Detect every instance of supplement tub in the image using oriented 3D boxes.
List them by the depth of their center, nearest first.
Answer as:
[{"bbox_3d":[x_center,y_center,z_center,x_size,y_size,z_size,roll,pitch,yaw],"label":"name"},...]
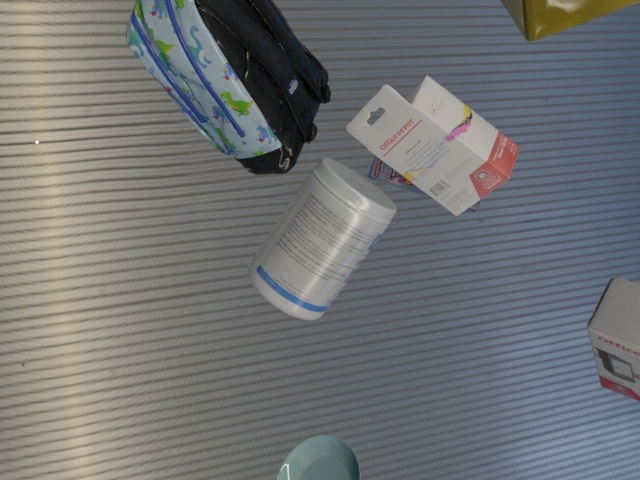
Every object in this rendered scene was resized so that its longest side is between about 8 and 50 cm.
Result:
[{"bbox_3d":[0.000,0.000,0.555,0.071,0.071,0.107,30,107,-22],"label":"supplement tub"}]

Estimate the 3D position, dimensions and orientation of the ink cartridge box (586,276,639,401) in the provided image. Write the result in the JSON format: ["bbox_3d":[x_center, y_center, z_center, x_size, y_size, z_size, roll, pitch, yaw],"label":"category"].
[{"bbox_3d":[0.680,0.228,1.487,0.131,0.226,0.306,-57,142,-16],"label":"ink cartridge box"}]

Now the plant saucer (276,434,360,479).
[{"bbox_3d":[0.000,0.485,1.460,0.195,0.195,0.037,-51,134,-8],"label":"plant saucer"}]

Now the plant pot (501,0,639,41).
[{"bbox_3d":[0.371,-0.463,1.116,0.212,0.212,0.187,-19,132,10],"label":"plant pot"}]

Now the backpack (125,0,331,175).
[{"bbox_3d":[-0.164,-0.330,1.302,0.355,0.274,0.290,62,37,-47],"label":"backpack"}]

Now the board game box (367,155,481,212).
[{"bbox_3d":[0.185,-0.122,1.331,0.194,0.194,0.060,16,105,-1],"label":"board game box"}]

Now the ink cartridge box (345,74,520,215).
[{"bbox_3d":[0.145,-0.133,0.967,0.198,0.115,0.067,36,54,-10],"label":"ink cartridge box"}]
